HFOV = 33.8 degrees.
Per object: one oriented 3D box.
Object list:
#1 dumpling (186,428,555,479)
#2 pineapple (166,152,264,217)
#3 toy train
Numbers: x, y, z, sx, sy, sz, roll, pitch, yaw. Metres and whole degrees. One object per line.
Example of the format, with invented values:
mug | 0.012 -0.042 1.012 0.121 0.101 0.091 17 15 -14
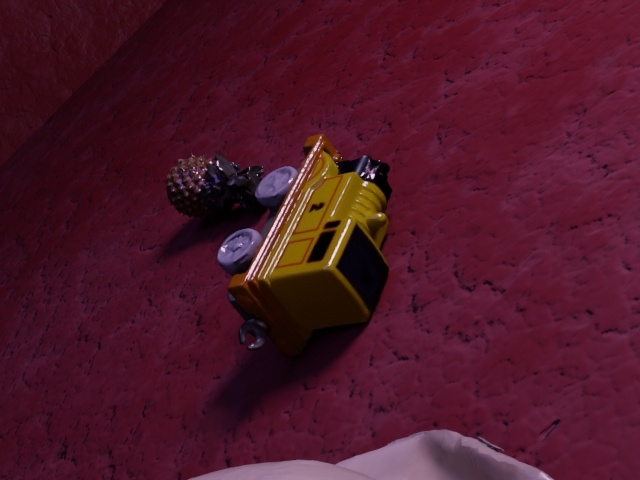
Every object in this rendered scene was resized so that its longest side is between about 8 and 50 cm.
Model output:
dumpling | -0.011 0.182 0.489 0.260 0.181 0.341 -30 -12 -19
pineapple | -0.107 -0.058 1.141 0.159 0.074 0.074 3 51 54
toy train | 0.000 0.000 0.851 0.127 0.089 0.219 -10 40 37
